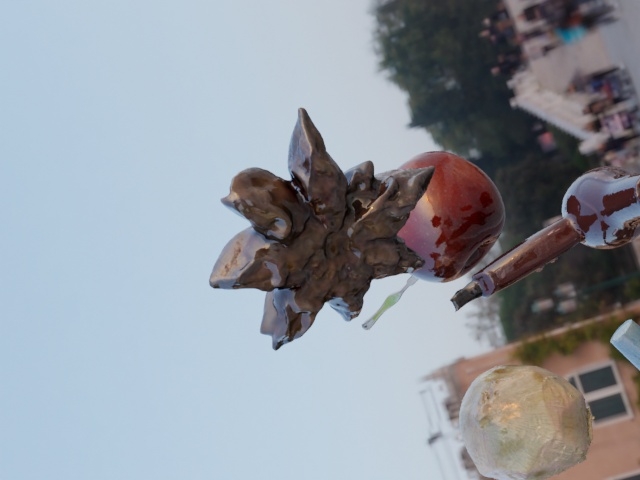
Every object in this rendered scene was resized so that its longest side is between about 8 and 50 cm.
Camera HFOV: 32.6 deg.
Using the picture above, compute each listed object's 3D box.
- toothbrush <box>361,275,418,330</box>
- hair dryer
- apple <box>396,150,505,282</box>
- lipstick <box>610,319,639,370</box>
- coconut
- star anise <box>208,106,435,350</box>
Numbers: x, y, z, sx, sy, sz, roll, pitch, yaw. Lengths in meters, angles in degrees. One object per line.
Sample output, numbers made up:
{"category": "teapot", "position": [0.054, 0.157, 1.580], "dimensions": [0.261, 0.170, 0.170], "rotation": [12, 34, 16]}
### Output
{"category": "toothbrush", "position": [0.136, 0.124, 2.166], "dimensions": [0.022, 0.263, 0.026], "rotation": [38, -127, 0]}
{"category": "hair dryer", "position": [0.338, 0.007, 1.589], "dimensions": [0.123, 0.340, 0.312], "rotation": [58, 180, 2]}
{"category": "apple", "position": [0.205, -0.039, 1.877], "dimensions": [0.201, 0.218, 0.218], "rotation": [37, -176, 19]}
{"category": "lipstick", "position": [0.665, 0.260, 2.046], "dimensions": [0.274, 0.068, 0.061], "rotation": [41, -130, 1]}
{"category": "coconut", "position": [0.292, 0.269, 1.606], "dimensions": [0.194, 0.194, 0.194], "rotation": [-20, -90, -76]}
{"category": "star anise", "position": [0.009, -0.016, 1.324], "dimensions": [0.315, 0.315, 0.108], "rotation": [60, 175, -36]}
